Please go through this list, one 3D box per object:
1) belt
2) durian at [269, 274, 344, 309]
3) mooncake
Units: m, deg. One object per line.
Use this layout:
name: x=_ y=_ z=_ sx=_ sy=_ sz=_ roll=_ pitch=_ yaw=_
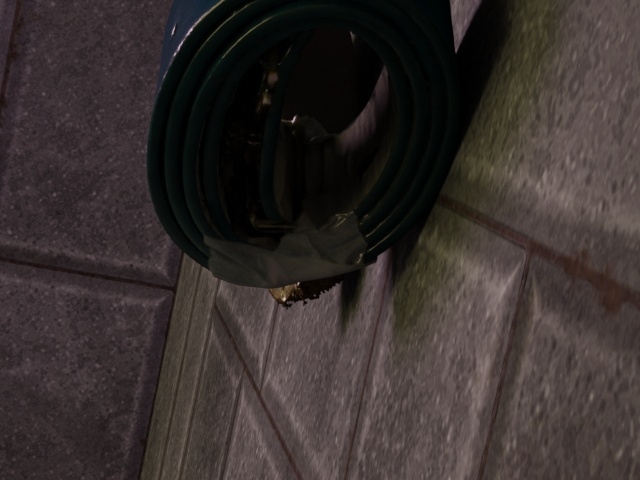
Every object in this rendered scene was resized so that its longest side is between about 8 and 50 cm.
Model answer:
belt: x=-0.017 y=-0.138 z=1.546 sx=0.436 sy=0.300 sz=0.173 roll=108 pitch=169 yaw=-49
durian: x=0.000 y=0.000 z=1.893 sx=0.148 sy=0.091 sz=0.188 roll=-5 pitch=71 yaw=66
mooncake: x=-0.060 y=-0.252 z=2.009 sx=0.306 sy=0.154 sz=0.306 roll=167 pitch=90 yaw=-78
